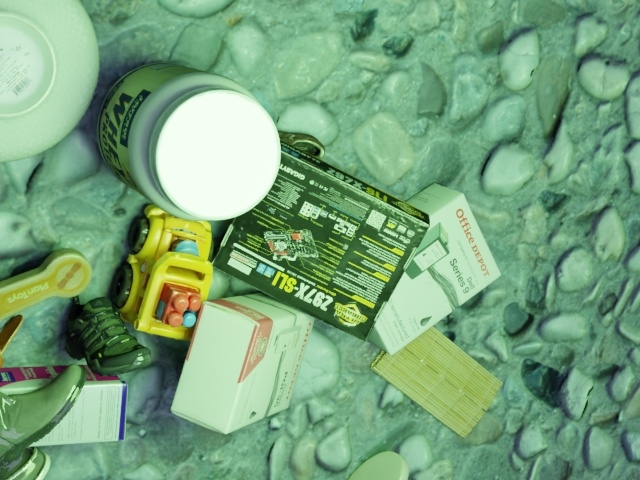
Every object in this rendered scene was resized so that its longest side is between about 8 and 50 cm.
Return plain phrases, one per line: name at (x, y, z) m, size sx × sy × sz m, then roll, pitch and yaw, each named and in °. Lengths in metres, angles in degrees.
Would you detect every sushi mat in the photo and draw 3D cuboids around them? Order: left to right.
sushi mat at (0.252, 0.289, 2.192) m, size 0.316 × 0.019 × 0.151 m, roll 39°, pitch 84°, yaw -29°

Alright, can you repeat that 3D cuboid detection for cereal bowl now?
cereal bowl at (-0.507, -0.282, 1.613) m, size 0.339 × 0.141 × 0.338 m, roll -6°, pitch 105°, yaw -24°

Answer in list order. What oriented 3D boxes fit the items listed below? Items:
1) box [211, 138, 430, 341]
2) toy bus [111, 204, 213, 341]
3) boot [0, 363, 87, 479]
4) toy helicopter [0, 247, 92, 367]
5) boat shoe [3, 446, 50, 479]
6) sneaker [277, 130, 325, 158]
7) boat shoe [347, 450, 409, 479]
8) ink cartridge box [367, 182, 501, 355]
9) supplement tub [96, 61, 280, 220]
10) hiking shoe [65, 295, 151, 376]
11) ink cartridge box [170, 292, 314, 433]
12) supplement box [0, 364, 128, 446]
box at (0.000, 0.000, 1.860) m, size 0.322 × 0.079 × 0.257 m, roll 26°, pitch 109°, yaw -3°
toy bus at (-0.254, 0.066, 1.785) m, size 0.149 × 0.211 × 0.220 m, roll 16°, pitch 95°, yaw -26°
boot at (-0.511, 0.263, 1.666) m, size 0.246 × 0.083 × 0.161 m, roll -47°, pitch 110°, yaw -9°
toy helicopter at (-0.543, 0.123, 1.703) m, size 0.355 × 0.140 × 0.235 m, roll -24°, pitch 119°, yaw -17°
boat shoe at (-0.614, 0.440, 1.767) m, size 0.305 × 0.109 × 0.091 m, roll -32°, pitch 119°, yaw -11°
sneaker at (-0.080, -0.173, 1.883) m, size 0.188 × 0.071 × 0.066 m, roll -4°, pitch 105°, yaw -25°
boat shoe at (0.102, 0.610, 2.162) m, size 0.158 × 0.127 × 0.340 m, roll 37°, pitch 86°, yaw -44°
ink cartridge box at (0.185, 0.052, 2.039) m, size 0.289 × 0.121 × 0.211 m, roll -35°, pitch 115°, yaw -14°
supplement tub at (-0.217, -0.163, 1.676) m, size 0.235 × 0.325 × 0.235 m, roll -6°, pitch 106°, yaw -24°
hiking shoe at (-0.369, 0.157, 1.745) m, size 0.086 × 0.227 × 0.114 m, roll -16°, pitch 109°, yaw -42°
ink cartridge box at (-0.129, 0.210, 1.843) m, size 0.283 × 0.117 × 0.207 m, roll -2°, pitch 110°, yaw -69°
supplement box at (-0.460, 0.287, 1.799) m, size 0.220 × 0.111 × 0.113 m, roll 0°, pitch 103°, yaw -26°
